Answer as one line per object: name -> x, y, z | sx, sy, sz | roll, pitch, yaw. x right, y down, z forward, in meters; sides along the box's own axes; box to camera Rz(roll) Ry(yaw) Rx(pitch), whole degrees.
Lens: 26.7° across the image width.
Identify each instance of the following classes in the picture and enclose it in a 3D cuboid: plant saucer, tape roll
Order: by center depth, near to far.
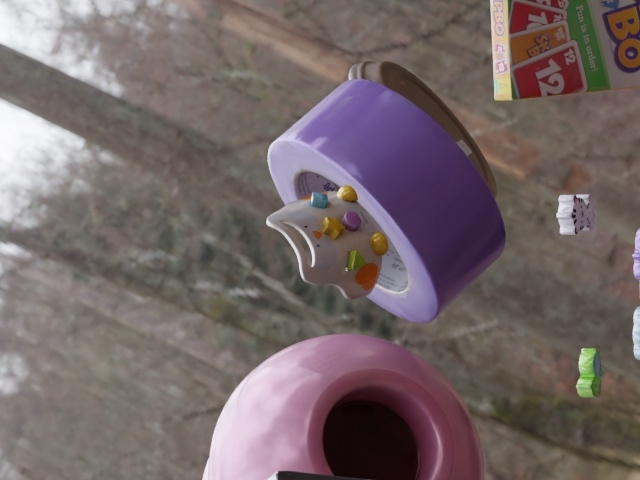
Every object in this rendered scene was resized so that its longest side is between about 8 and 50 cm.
tape roll -> 0.051, -0.030, 1.067 | 0.080, 0.189, 0.189 | -42, -22, -18
plant saucer -> 0.145, -0.138, 1.792 | 0.041, 0.278, 0.278 | -40, -6, 20

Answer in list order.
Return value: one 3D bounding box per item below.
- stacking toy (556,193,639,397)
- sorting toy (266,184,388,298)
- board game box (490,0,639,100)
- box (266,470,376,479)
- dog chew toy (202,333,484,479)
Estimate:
stacking toy -> 0.320, 0.053, 1.307 | 0.052, 0.167, 0.221 | -8, -84, -52
sorting toy -> 0.000, 0.000, 0.914 | 0.075, 0.083, 0.045 | -15, -23, -50
board game box -> 0.280, -0.208, 1.313 | 0.259, 0.039, 0.124 | -9, -80, -30
box -> 0.006, 0.231, 0.697 | 0.242, 0.076, 0.307 | 13, -44, -34
dog chew toy -> -0.003, 0.204, 1.076 | 0.206, 0.207, 0.332 | -57, 1, -28
